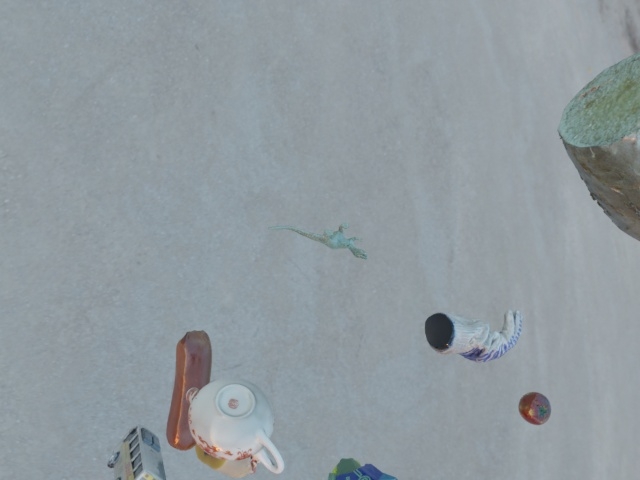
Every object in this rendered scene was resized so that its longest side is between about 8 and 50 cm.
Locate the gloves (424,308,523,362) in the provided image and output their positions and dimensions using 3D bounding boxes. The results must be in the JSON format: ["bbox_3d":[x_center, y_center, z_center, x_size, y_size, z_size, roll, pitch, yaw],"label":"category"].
[{"bbox_3d":[0.282,0.166,1.041,0.229,0.119,0.097,-2,105,-32],"label":"gloves"}]

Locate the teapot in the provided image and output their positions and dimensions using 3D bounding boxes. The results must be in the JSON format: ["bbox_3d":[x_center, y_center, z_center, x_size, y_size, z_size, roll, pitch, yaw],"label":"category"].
[{"bbox_3d":[-0.157,0.339,1.094,0.245,0.116,0.159,45,36,24],"label":"teapot"}]

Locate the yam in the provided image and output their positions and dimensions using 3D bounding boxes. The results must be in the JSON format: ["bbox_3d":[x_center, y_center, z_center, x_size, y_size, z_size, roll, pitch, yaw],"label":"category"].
[{"bbox_3d":[0.527,-0.139,0.962,0.271,0.201,0.202,42,76,-23],"label":"yam"}]

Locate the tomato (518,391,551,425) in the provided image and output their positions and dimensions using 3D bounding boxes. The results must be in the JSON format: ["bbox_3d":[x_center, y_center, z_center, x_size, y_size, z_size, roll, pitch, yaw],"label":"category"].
[{"bbox_3d":[0.568,0.447,1.556,0.087,0.075,0.087,2,84,-23],"label":"tomato"}]

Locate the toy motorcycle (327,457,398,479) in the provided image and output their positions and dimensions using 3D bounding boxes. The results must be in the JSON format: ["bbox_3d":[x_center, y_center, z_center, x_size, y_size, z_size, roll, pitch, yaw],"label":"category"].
[{"bbox_3d":[0.107,0.695,1.507,0.326,0.199,0.191,-72,145,-59],"label":"toy motorcycle"}]

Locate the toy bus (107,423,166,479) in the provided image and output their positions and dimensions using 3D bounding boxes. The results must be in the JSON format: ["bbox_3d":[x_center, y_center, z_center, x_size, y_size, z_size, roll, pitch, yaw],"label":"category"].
[{"bbox_3d":[-0.510,0.629,1.623,0.097,0.342,0.138,42,81,-18],"label":"toy bus"}]

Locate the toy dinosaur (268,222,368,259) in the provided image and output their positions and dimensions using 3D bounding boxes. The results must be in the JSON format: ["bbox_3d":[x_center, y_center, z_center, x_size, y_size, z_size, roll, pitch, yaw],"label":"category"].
[{"bbox_3d":[0.021,-0.028,2.027,0.382,0.129,0.076,24,45,-19],"label":"toy dinosaur"}]

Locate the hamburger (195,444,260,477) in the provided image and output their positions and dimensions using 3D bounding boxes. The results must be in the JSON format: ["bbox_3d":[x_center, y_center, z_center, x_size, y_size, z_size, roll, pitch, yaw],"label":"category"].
[{"bbox_3d":[-0.295,0.641,1.906,0.151,0.295,0.227,10,84,-31],"label":"hamburger"}]

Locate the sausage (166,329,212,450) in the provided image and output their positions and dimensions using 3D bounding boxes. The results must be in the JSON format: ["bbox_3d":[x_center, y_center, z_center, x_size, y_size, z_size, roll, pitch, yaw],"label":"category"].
[{"bbox_3d":[-0.313,0.365,1.415,0.089,0.083,0.300,4,99,-29],"label":"sausage"}]
